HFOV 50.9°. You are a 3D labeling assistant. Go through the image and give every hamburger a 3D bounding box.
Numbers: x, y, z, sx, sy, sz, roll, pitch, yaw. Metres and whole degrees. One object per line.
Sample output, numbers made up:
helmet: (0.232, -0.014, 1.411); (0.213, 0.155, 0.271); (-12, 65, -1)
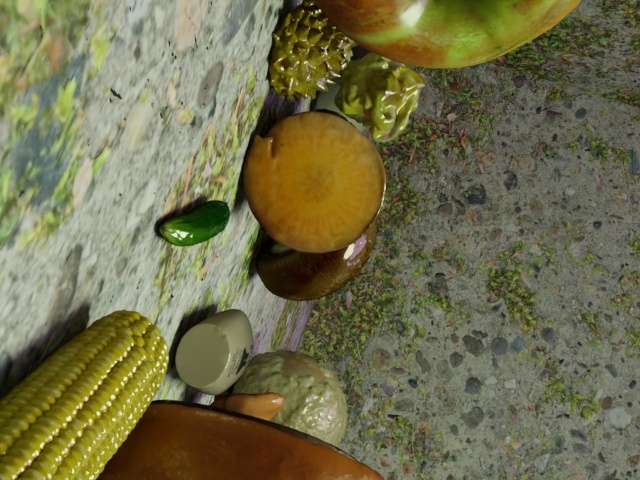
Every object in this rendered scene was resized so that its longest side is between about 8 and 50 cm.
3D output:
hamburger: (-0.095, 0.305, 0.605); (0.330, 0.329, 0.250); (100, 6, -61)

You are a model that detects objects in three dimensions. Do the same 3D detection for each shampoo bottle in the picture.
shampoo bottle: (-0.140, 0.157, 0.944); (0.257, 0.078, 0.127); (86, 19, -84)

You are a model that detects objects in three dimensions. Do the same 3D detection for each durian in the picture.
durian: (0.004, -0.242, 0.906); (0.141, 0.078, 0.224); (-67, 166, 9)

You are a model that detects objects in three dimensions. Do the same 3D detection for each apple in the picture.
apple: (0.131, -0.356, 0.685); (0.339, 0.339, 0.340); (18, 90, -85)

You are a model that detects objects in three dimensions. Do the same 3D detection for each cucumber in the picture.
cucumber: (-0.126, -0.016, 0.703); (0.168, 0.039, 0.039); (-46, 154, -74)

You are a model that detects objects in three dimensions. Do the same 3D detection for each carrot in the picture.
carrot: (-0.011, -0.103, 1.003); (0.254, 0.195, 0.196); (-93, -160, -76)

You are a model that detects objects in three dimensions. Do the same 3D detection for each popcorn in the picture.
popcorn: (0.093, -0.225, 1.042); (0.126, 0.126, 0.145); (-50, 146, -3)

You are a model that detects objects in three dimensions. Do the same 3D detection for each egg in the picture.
egg: (-0.074, 0.363, 1.428); (0.310, 0.279, 0.279); (-57, -171, 55)

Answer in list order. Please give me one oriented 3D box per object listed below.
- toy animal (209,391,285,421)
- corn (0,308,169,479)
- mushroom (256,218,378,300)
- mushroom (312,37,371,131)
toy animal: (-0.146, 0.387, 0.974); (0.216, 0.191, 0.339); (146, -52, -64)
corn: (-0.175, 0.128, 0.435); (0.248, 0.081, 0.081); (-61, 169, -67)
mushroom: (0.000, 0.000, 1.196); (0.253, 0.153, 0.253); (-42, -159, 21)
mushroom: (0.053, -0.311, 1.124); (0.177, 0.126, 0.397); (-47, 166, -15)
